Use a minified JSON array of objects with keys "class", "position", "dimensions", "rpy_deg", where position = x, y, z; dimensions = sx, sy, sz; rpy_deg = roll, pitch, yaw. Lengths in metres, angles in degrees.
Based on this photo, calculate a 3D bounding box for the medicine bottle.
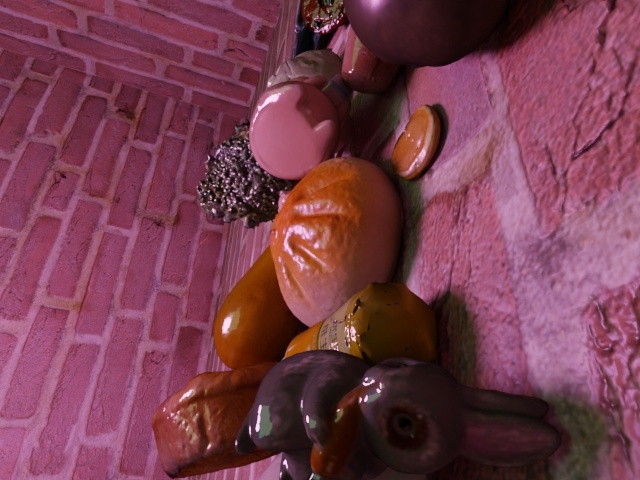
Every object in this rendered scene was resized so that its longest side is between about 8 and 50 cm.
[{"class":"medicine bottle","position":[0.044,0.142,0.537],"dimensions":[0.239,0.124,0.124],"rpy_deg":[129,148,-52]}]

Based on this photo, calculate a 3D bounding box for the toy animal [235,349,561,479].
[{"class":"toy animal","position":[0.055,0.143,0.362],"dimensions":[0.251,0.125,0.127],"rpy_deg":[-20,64,26]}]

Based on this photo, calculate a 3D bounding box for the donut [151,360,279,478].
[{"class":"donut","position":[-0.174,0.350,0.826],"dimensions":[0.317,0.299,0.150],"rpy_deg":[85,171,-60]}]

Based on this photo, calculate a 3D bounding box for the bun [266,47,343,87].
[{"class":"bun","position":[-0.052,-0.349,1.075],"dimensions":[0.283,0.179,0.283],"rpy_deg":[-171,90,-71]}]

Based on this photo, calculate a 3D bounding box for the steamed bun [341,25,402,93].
[{"class":"steamed bun","position":[0.096,-0.330,0.741],"dimensions":[0.175,0.106,0.145],"rpy_deg":[-84,7,-67]}]

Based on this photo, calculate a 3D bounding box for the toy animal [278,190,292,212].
[{"class":"toy animal","position":[-0.068,-0.096,1.083],"dimensions":[0.091,0.082,0.114],"rpy_deg":[-96,28,-45]}]

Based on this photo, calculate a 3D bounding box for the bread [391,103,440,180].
[{"class":"bread","position":[0.135,-0.139,0.608],"dimensions":[0.110,0.024,0.110],"rpy_deg":[-169,90,-73]}]

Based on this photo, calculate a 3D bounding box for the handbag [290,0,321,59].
[{"class":"handbag","position":[-0.024,-0.704,1.323],"dimensions":[0.269,0.100,0.274],"rpy_deg":[142,136,-80]}]

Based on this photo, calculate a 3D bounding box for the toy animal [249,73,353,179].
[{"class":"toy animal","position":[-0.033,-0.234,0.835],"dimensions":[0.213,0.195,0.256],"rpy_deg":[-39,8,37]}]

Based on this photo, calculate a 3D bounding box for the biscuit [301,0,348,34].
[{"class":"biscuit","position":[0.024,-0.641,1.116],"dimensions":[0.192,0.049,0.192],"rpy_deg":[-1,89,36]}]

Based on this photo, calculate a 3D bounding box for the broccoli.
[{"class":"broccoli","position":[-0.213,-0.197,1.278],"dimensions":[0.272,0.324,0.334],"rpy_deg":[113,173,-79]}]

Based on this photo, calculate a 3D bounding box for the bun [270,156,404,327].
[{"class":"bun","position":[0.000,0.000,0.707],"dimensions":[0.299,0.164,0.299],"rpy_deg":[-166,90,-73]}]

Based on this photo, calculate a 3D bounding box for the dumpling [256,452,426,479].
[{"class":"dumpling","position":[0.008,0.302,0.485],"dimensions":[0.260,0.181,0.341],"rpy_deg":[-63,-11,-46]}]

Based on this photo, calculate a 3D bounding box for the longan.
[{"class":"longan","position":[0.120,-0.304,0.492],"dimensions":[0.220,0.196,0.197],"rpy_deg":[-125,49,-69]}]

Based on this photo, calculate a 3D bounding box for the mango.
[{"class":"mango","position":[-0.114,0.135,0.936],"dimensions":[0.211,0.173,0.317],"rpy_deg":[112,-177,-70]}]
